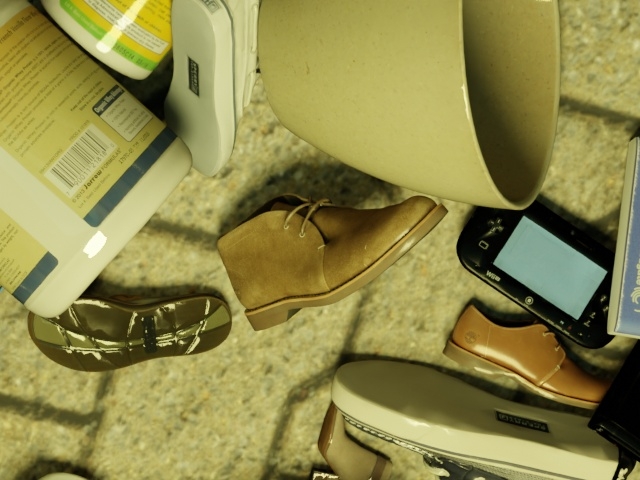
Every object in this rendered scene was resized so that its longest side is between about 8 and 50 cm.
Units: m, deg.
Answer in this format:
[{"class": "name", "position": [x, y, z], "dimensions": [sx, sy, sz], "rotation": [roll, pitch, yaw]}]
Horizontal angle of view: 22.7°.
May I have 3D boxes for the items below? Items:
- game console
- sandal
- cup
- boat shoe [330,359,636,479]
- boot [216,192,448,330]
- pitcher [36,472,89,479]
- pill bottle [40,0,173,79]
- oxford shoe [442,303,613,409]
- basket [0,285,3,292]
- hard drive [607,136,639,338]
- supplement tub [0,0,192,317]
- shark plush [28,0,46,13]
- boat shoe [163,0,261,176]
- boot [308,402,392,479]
[{"class": "game console", "position": [0.304, 0.086, 1.711], "dimensions": [0.361, 0.044, 0.213], "rotation": [34, 76, -2]}, {"class": "sandal", "position": [-0.207, 0.087, 1.729], "dimensions": [0.219, 0.060, 0.090], "rotation": [-7, 111, -14]}, {"class": "cup", "position": [0.079, -0.191, 1.553], "dimensions": [0.236, 0.331, 0.331], "rotation": [-2, 106, 23]}, {"class": "boat shoe", "position": [0.161, 0.250, 1.747], "dimensions": [0.340, 0.127, 0.158], "rotation": [17, 115, 0]}, {"class": "boot", "position": [0.000, 0.000, 1.620], "dimensions": [0.305, 0.112, 0.115], "rotation": [-24, 99, 46]}, {"class": "pitcher", "position": [-0.282, 0.374, 1.765], "dimensions": [0.177, 0.125, 0.207], "rotation": [23, 111, -2]}, {"class": "pill bottle", "position": [-0.153, -0.293, 1.585], "dimensions": [0.136, 0.136, 0.246], "rotation": [39, 101, -11]}, {"class": "oxford shoe", "position": [0.245, 0.130, 1.743], "dimensions": [0.212, 0.076, 0.076], "rotation": [22, 95, -7]}, {"class": "basket", "position": [-0.457, 0.022, 1.640], "dimensions": [0.254, 0.201, 0.289], "rotation": [36, 75, -12]}, {"class": "hard drive", "position": [0.475, 0.018, 1.696], "dimensions": [0.318, 0.040, 0.210], "rotation": [9, 82, -5]}, {"class": "supplement tub", "position": [-0.309, -0.103, 1.563], "dimensions": [0.316, 0.228, 0.228], "rotation": [42, 100, -6]}, {"class": "shark plush", "position": [-0.305, -0.264, 1.649], "dimensions": [0.067, 0.073, 0.161], "rotation": [35, 123, 10]}, {"class": "boat shoe", "position": [-0.097, -0.165, 1.606], "dimensions": [0.084, 0.258, 0.095], "rotation": [-36, 69, -28]}, {"class": "boot", "position": [0.039, 0.244, 1.786], "dimensions": [0.087, 0.042, 0.119], "rotation": [13, 105, -11]}]
